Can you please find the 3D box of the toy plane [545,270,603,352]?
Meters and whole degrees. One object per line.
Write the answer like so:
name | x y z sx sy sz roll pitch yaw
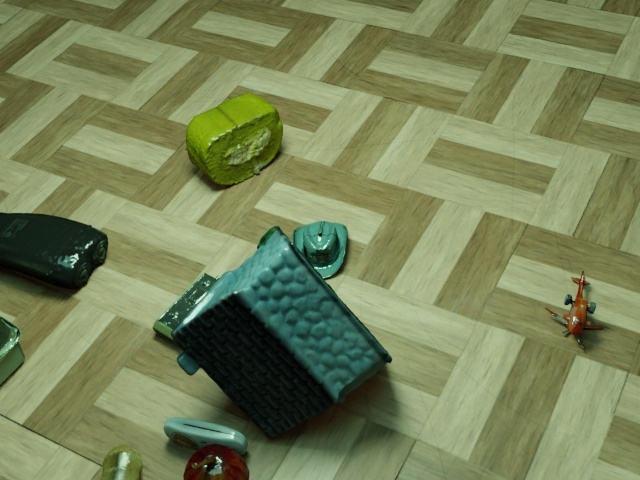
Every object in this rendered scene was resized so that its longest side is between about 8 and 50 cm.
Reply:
toy plane | 0.576 0.142 1.865 0.126 0.077 0.194 33 49 22

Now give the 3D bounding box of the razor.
razor | -0.707 0.016 2.126 0.326 0.107 0.189 12 48 18

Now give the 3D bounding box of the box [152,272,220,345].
box | -0.222 0.190 1.937 0.270 0.045 0.211 26 56 28

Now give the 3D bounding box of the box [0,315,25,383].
box | -0.826 0.228 1.896 0.290 0.166 0.220 24 53 25

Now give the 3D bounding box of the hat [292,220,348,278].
hat | 0.000 0.000 2.067 0.138 0.078 0.191 -3 46 2

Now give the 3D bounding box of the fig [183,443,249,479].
fig | -0.212 0.446 1.635 0.128 0.150 0.128 -32 28 20

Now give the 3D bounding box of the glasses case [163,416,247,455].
glasses case | -0.234 0.398 1.722 0.178 0.067 0.045 9 49 15

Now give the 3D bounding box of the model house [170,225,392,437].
model house | -0.091 0.215 1.744 0.339 0.360 0.297 -42 14 -3

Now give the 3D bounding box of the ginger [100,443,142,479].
ginger | -0.401 0.483 1.664 0.095 0.069 0.190 -17 43 22

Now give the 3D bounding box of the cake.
cake | -0.228 -0.272 2.291 0.260 0.179 0.156 -28 50 -23
